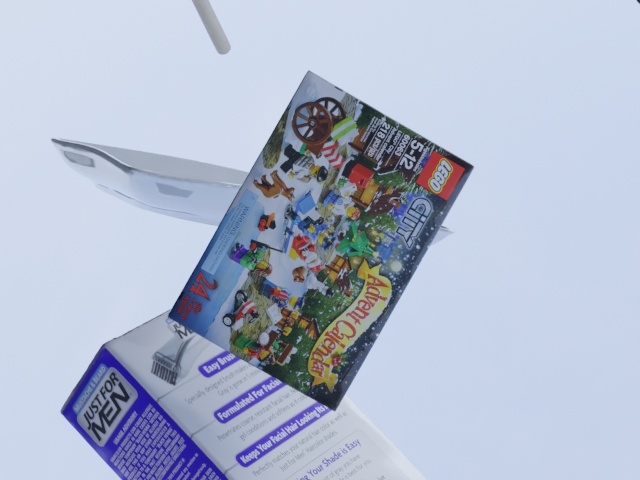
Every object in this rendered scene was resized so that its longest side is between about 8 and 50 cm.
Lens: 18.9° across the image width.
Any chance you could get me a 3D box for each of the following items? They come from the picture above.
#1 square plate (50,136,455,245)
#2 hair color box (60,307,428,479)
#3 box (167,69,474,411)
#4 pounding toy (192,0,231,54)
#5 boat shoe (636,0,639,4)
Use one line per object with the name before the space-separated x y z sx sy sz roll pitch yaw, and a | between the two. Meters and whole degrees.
square plate | -0.082 -0.044 1.988 0.347 0.344 0.049 -158 -100 -68
hair color box | -0.039 0.206 1.657 0.185 0.339 0.110 -28 161 -51
box | 0.000 0.000 1.575 0.233 0.159 0.044 -61 -177 0
pounding toy | -0.091 -0.210 1.266 0.141 0.130 0.100 -45 -125 38
boat shoe | 0.307 -0.263 1.466 0.223 0.073 0.080 -48 -153 35
